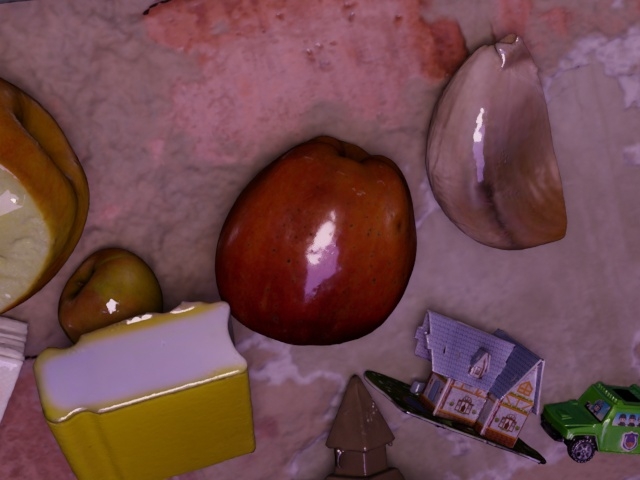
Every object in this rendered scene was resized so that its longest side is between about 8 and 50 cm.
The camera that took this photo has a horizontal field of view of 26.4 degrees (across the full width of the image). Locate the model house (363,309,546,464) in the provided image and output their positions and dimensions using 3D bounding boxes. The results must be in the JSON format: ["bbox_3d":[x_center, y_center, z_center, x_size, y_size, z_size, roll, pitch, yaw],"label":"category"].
[{"bbox_3d":[0.136,0.120,1.208,0.167,0.117,0.088,22,97,-21],"label":"model house"}]

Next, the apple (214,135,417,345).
[{"bbox_3d":[0.000,-0.001,1.080,0.156,0.147,0.158,18,116,3],"label":"apple"}]

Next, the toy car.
[{"bbox_3d":[0.291,0.172,1.283,0.165,0.071,0.063,6,104,-15],"label":"toy car"}]

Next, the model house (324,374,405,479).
[{"bbox_3d":[0.055,0.242,1.249,0.176,0.180,0.248,-11,99,-51],"label":"model house"}]

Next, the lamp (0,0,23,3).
[{"bbox_3d":[-0.173,-0.282,0.845,0.269,0.047,0.267,-8,82,-8],"label":"lamp"}]

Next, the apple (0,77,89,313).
[{"bbox_3d":[-0.269,-0.037,0.989,0.173,0.160,0.195,-34,119,4],"label":"apple"}]

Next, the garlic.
[{"bbox_3d":[0.135,-0.068,1.104,0.101,0.087,0.196,-25,119,-13],"label":"garlic"}]

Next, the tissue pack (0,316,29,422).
[{"bbox_3d":[-0.416,0.109,1.096,0.325,0.071,0.170,15,118,-18],"label":"tissue pack"}]

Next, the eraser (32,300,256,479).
[{"bbox_3d":[-0.137,0.134,1.108,0.158,0.069,0.226,-13,155,-8],"label":"eraser"}]

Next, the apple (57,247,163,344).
[{"bbox_3d":[-0.169,0.050,1.104,0.074,0.089,0.089,25,113,-35],"label":"apple"}]
